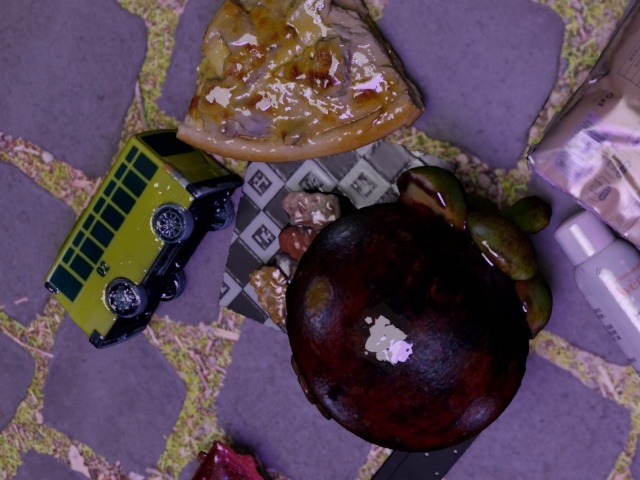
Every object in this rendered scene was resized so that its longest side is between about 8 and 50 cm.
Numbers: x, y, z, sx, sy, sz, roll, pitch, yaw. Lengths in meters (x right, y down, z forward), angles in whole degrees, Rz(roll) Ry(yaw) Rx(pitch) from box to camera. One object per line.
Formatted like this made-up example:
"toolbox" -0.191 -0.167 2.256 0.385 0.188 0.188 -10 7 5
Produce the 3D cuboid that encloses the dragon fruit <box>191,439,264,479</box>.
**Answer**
"dragon fruit" -0.113 0.420 1.803 0.211 0.134 0.262 26 76 0

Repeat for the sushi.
"sushi" 0.000 0.000 1.699 0.264 0.050 0.290 22 110 17

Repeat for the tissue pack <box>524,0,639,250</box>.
"tissue pack" 0.366 -0.126 1.463 0.215 0.123 0.257 37 105 9

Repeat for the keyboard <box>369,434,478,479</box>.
"keyboard" 0.117 0.284 1.735 0.072 0.023 0.231 36 114 3

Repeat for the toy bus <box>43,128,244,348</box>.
"toy bus" -0.230 -0.004 1.752 0.150 0.128 0.262 41 113 13

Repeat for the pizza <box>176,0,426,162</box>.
"pizza" -0.039 -0.203 1.638 0.323 0.089 0.223 -4 98 22

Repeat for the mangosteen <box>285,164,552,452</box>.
"mangosteen" 0.109 0.085 1.552 0.311 0.311 0.311 6 105 22

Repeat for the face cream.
"face cream" 0.356 0.083 1.551 0.082 0.082 0.269 -36 88 26
